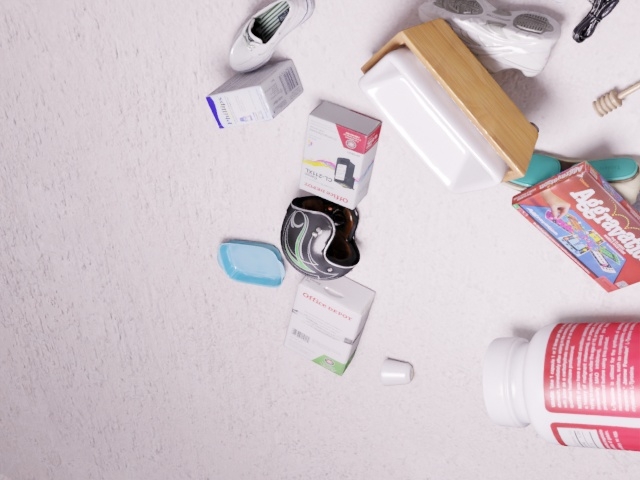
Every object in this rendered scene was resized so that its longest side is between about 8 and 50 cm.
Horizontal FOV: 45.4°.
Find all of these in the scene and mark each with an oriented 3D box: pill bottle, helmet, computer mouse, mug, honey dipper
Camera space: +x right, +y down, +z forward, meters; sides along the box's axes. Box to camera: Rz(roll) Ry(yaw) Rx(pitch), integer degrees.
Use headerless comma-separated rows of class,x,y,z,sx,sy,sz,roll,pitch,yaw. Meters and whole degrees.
pill bottle,0.519,0.263,1.395,0.408,0.229,0.229,-5,119,35
helmet,0.000,0.000,1.578,0.169,0.169,0.161,12,112,25
computer mouse,0.354,-0.392,1.149,0.193,0.042,0.106,39,135,2
mug,0.181,0.305,1.768,0.064,0.078,0.062,-1,89,23
honey dipper,0.496,-0.243,1.179,0.161,0.030,0.030,-33,101,40

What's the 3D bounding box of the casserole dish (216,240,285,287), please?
casserole dish,-0.157,0.050,1.799,0.188,0.037,0.114,7,126,29

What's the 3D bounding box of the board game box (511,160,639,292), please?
board game box,0.471,-0.015,1.299,0.281,0.027,0.145,37,137,-23

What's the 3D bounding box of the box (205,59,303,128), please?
box,-0.126,-0.281,1.475,0.137,0.126,0.072,-3,122,34

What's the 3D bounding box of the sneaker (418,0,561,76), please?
sneaker,0.260,-0.320,1.233,0.232,0.090,0.115,25,142,21

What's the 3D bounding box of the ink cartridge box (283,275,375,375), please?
ink cartridge box,0.018,0.181,1.743,0.160,0.092,0.219,27,132,13

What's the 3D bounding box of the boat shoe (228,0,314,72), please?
boat shoe,-0.112,-0.387,1.414,0.226,0.076,0.083,-36,85,39

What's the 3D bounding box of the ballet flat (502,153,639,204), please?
ballet flat,0.417,-0.097,1.306,0.248,0.086,0.086,7,125,27

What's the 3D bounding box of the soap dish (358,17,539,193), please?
soap dish,0.208,-0.216,1.261,0.291,0.118,0.229,48,170,-7

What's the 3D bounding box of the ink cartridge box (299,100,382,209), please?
ink cartridge box,0.036,-0.164,1.494,0.127,0.072,0.175,22,131,16
